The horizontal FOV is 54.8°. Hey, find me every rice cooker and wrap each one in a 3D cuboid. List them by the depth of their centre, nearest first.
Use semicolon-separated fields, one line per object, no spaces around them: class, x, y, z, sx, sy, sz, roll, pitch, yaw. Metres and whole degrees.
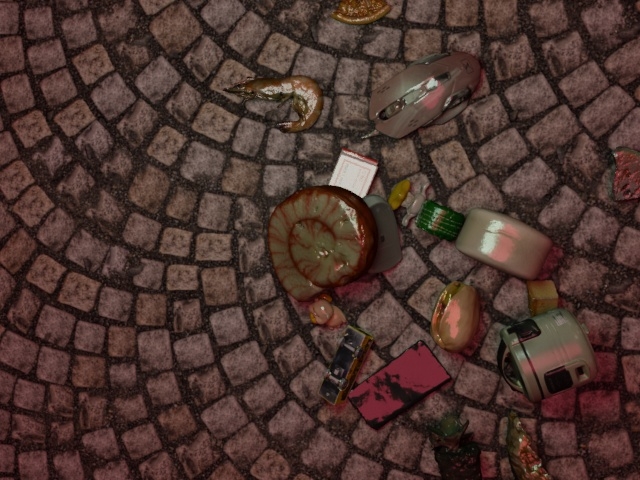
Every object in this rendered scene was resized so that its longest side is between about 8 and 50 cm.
rice cooker;0.595;0.307;1.647;0.244;0.226;0.225;-20;88;9

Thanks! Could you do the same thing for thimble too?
thimble;0.333;-0.056;1.725;0.130;0.118;0.090;22;98;-12

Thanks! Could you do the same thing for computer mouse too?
computer mouse;0.272;-0.406;1.734;0.389;0.115;0.199;-31;84;7
computer mouse;0.157;-0.019;1.765;0.128;0.079;0.230;-17;105;-26

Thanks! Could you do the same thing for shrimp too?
shrimp;-0.139;-0.401;1.825;0.296;0.058;0.168;0;94;5

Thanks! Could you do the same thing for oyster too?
oyster;0.586;0.650;1.706;0.111;0.166;0.341;-21;105;0

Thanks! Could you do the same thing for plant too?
plant;0.378;0.598;1.730;0.143;0.131;0.203;-8;100;10

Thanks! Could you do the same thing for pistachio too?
pistachio;0.380;0.216;1.735;0.145;0.117;0.200;16;85;-30

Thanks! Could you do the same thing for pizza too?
pizza;0.117;-0.688;1.785;0.178;0.041;0.130;8;91;8

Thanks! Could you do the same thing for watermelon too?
watermelon;0.838;-0.168;1.683;0.187;0.071;0.139;41;103;-3

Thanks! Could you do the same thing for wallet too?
wallet;0.226;0.424;1.800;0.285;0.030;0.146;-38;89;8

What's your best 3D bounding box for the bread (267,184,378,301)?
bread;0.001;-0.004;1.717;0.328;0.114;0.295;-28;82;35

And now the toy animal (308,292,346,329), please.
toy animal;0.010;0.217;1.799;0.091;0.082;0.114;-41;86;8

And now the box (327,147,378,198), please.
box;0.076;-0.141;1.798;0.123;0.050;0.229;23;95;6

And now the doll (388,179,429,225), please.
doll;0.260;-0.121;1.768;0.135;0.071;0.113;-38;94;3

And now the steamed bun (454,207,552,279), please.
steamed bun;0.501;0.009;1.683;0.242;0.164;0.146;24;93;7

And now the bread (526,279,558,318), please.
bread;0.627;0.175;1.743;0.084;0.080;0.109;-5;126;8

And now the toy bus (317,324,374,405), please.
toy bus;0.074;0.362;1.788;0.081;0.074;0.226;25;94;36
